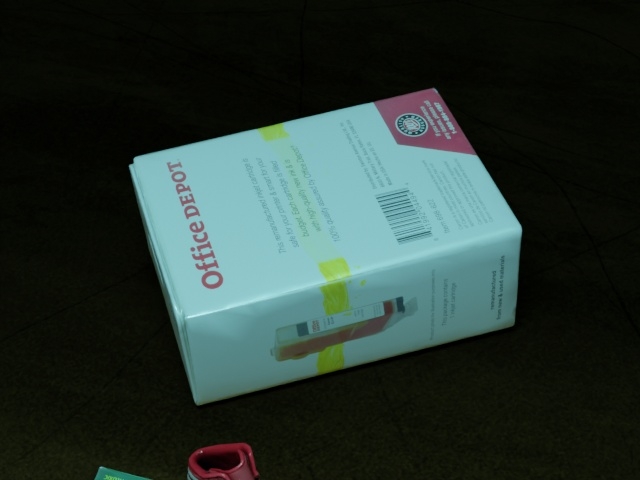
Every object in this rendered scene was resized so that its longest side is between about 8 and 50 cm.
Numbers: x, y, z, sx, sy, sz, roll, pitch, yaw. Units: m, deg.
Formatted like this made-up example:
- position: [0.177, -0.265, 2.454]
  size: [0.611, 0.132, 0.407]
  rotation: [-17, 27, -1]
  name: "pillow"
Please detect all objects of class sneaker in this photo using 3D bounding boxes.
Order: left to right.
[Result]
- position: [-0.059, 0.282, 1.374]
  size: [0.221, 0.128, 0.087]
  rotation: [29, 54, 31]
  name: "sneaker"

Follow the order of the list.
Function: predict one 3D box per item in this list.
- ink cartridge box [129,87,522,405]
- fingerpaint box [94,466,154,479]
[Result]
- position: [0.000, 0.000, 1.636]
  size: [0.385, 0.160, 0.279]
  rotation: [-13, 45, -10]
  name: "ink cartridge box"
- position: [-0.038, 0.419, 1.135]
  size: [0.445, 0.163, 0.371]
  rotation: [11, 59, 20]
  name: "fingerpaint box"
